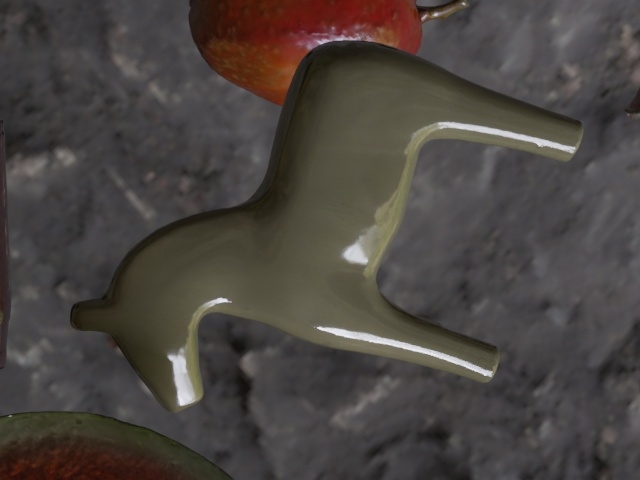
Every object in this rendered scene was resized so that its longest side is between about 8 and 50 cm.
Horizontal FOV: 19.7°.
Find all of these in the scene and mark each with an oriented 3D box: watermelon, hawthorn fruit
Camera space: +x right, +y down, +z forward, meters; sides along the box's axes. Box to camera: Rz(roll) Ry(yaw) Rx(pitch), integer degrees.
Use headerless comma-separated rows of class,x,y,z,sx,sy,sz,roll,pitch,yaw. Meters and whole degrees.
watermelon,-0.107,0.151,0.913,0.245,0.119,0.063,24,130,-11
hawthorn fruit,0.009,-0.215,1.692,0.253,0.205,0.205,8,135,3

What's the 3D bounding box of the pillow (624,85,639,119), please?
pillow,0.332,-0.195,1.512,0.043,0.232,0.126,31,178,-15

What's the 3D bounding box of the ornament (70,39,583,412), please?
ornament,0.000,0.000,1.032,0.245,0.230,0.061,17,-176,-18

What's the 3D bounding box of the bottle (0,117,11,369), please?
bottle,-0.226,0.004,1.178,0.060,0.060,0.164,6,101,42
